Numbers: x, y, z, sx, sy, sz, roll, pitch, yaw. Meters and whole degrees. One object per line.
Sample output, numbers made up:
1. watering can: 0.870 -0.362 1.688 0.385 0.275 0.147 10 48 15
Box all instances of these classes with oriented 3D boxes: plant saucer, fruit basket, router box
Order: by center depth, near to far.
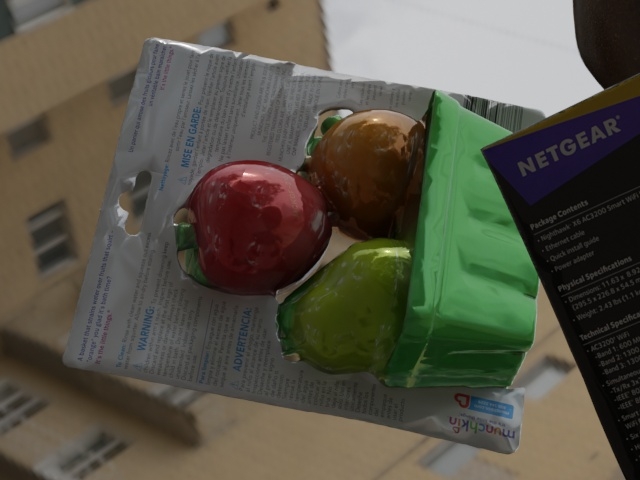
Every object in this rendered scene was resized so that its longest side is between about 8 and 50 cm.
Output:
1. router box: 0.197 0.047 0.727 0.081 0.309 0.242 -26 -95 23
2. plant saucer: 0.184 -0.225 0.975 0.050 0.310 0.310 4 -56 14
3. fruit basket: 0.000 0.000 1.342 0.353 0.327 0.165 7 -33 2
